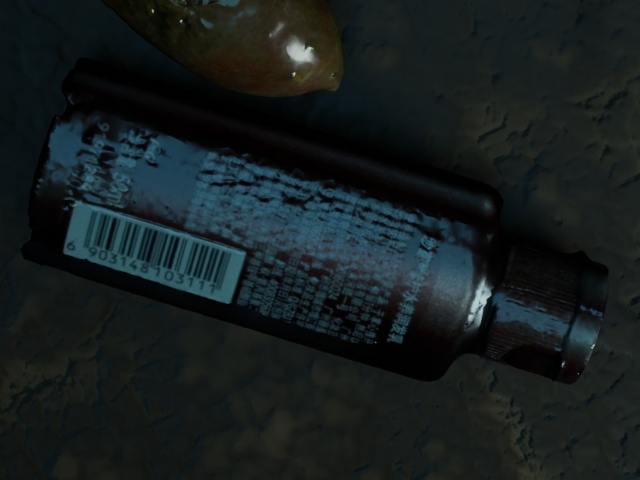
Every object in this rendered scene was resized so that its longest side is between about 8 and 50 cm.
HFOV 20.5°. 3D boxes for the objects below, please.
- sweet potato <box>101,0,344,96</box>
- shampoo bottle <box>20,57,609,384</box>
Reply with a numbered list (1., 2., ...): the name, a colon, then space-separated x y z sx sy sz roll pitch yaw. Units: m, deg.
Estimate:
1. sweet potato: -0.142 -0.202 0.955 0.385 0.109 0.109 35 103 0
2. shampoo bottle: 0.000 0.000 1.007 0.323 0.084 0.129 16 108 -2
